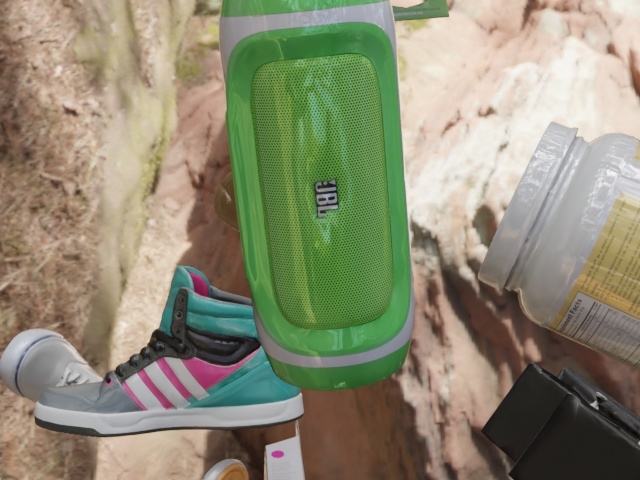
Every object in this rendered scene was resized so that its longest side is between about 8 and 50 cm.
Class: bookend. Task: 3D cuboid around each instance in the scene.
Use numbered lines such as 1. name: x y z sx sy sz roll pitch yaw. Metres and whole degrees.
1. bookend: 0.163 0.128 0.537 0.156 0.157 0.072 33 94 -45

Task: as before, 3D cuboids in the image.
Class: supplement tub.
1. supplement tub: 0.370 0.023 0.971 0.241 0.331 0.241 -58 166 -25

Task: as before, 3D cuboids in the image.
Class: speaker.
1. speaker: 0.000 -0.045 0.644 0.131 0.131 0.296 -31 120 -54

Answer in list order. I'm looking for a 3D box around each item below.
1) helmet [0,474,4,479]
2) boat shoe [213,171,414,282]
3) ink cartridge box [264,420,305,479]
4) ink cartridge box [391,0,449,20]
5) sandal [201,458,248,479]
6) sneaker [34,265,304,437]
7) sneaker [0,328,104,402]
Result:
1. helmet: -0.379 0.266 0.824 0.161 0.169 0.169 5 77 -60
2. boat shoe: 0.000 0.000 1.268 0.121 0.341 0.110 -56 153 -3
3. ink cartridge box: -0.049 0.430 1.273 0.371 0.069 0.175 -99 -171 -70
4. ink cartridge box: 0.087 -0.342 0.911 0.109 0.062 0.209 -11 91 -25
5. sandal: -0.128 0.373 0.943 0.102 0.076 0.265 35 72 -50
6. sneaker: -0.170 0.118 0.959 0.124 0.296 0.178 155 -68 -88
7. sneaker: -0.331 0.190 1.160 0.094 0.091 0.258 -63 160 -16
